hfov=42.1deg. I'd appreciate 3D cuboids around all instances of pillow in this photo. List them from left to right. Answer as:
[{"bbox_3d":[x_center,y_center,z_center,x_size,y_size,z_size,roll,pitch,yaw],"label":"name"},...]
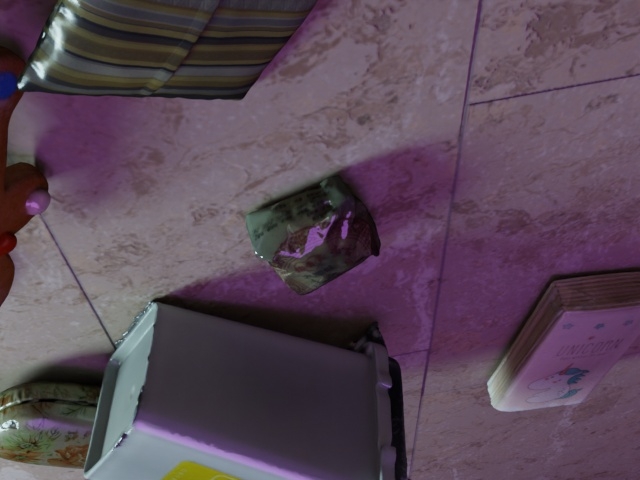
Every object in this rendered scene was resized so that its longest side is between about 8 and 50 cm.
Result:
[{"bbox_3d":[-0.091,-0.171,0.602,0.208,0.052,0.212,-9,155,-42],"label":"pillow"}]

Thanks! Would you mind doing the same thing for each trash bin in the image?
[{"bbox_3d":[-0.089,0.223,1.072,0.367,0.296,0.256,23,136,-23],"label":"trash bin"}]

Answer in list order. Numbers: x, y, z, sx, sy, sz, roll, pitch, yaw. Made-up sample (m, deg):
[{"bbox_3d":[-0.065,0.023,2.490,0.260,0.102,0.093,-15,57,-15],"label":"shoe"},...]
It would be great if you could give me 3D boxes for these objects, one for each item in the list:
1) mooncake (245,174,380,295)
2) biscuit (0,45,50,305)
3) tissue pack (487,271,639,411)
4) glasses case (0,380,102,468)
[{"bbox_3d":[0.000,0.000,0.903,0.125,0.073,0.130,-24,147,14],"label":"mooncake"},{"bbox_3d":[-0.310,-0.012,0.699,0.205,0.049,0.324,-39,161,-41],"label":"biscuit"},{"bbox_3d":[0.381,0.161,1.275,0.170,0.071,0.325,-4,145,-11],"label":"tissue pack"},{"bbox_3d":[-0.266,0.276,1.195,0.425,0.098,0.156,17,141,-38],"label":"glasses case"}]
